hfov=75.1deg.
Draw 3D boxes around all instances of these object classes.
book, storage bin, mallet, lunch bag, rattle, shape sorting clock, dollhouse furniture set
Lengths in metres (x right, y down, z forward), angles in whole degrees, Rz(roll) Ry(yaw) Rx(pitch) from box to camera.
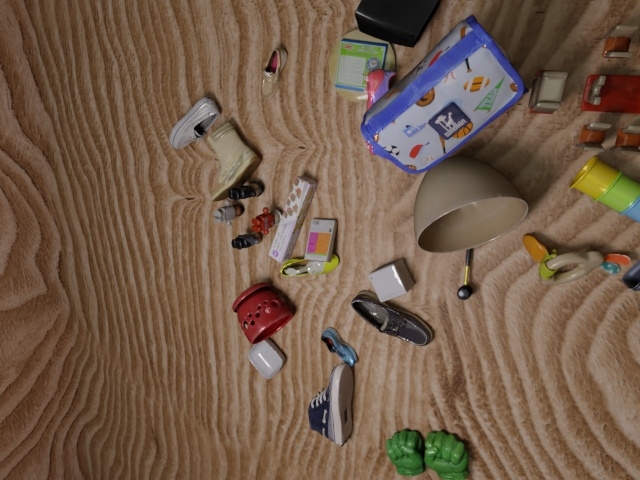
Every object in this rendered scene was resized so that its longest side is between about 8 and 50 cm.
[{"bbox_3d":[0.000,0.000,1.435,0.096,0.035,0.144,6,80,30],"label":"book"},{"bbox_3d":[0.816,0.083,0.984,0.091,0.098,0.135,34,117,8],"label":"storage bin"},{"bbox_3d":[0.437,0.081,1.236,0.039,0.062,0.189,7,90,27],"label":"mallet"},{"bbox_3d":[0.297,-0.338,1.006,0.328,0.385,0.239,-37,82,30],"label":"lunch bag"},{"bbox_3d":[0.664,0.033,1.091,0.200,0.142,0.130,-22,123,17],"label":"rattle"},{"bbox_3d":[0.124,-0.528,1.261,0.206,0.040,0.206,8,113,20],"label":"shape sorting clock"},{"bbox_3d":[0.644,-0.347,0.977,0.259,0.135,0.262,10,107,16],"label":"dollhouse furniture set"}]

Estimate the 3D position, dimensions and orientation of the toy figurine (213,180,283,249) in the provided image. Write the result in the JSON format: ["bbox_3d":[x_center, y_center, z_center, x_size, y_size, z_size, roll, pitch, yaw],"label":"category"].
[{"bbox_3d":[-0.266,-0.091,1.540,0.213,0.148,0.209,52,127,7],"label":"toy figurine"}]

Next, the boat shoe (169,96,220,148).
[{"bbox_3d":[-0.484,-0.432,1.611,0.267,0.096,0.088,-37,78,23],"label":"boat shoe"}]

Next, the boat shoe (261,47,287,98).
[{"bbox_3d":[-0.169,-0.568,1.411,0.063,0.059,0.170,32,116,20],"label":"boat shoe"}]

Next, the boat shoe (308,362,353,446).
[{"bbox_3d":[0.026,0.589,1.531,0.158,0.127,0.340,10,110,29],"label":"boat shoe"}]

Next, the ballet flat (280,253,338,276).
[{"bbox_3d":[-0.045,0.096,1.488,0.231,0.077,0.077,-10,102,31],"label":"ballet flat"}]

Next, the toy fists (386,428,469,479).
[{"bbox_3d":[0.352,0.717,1.398,0.279,0.096,0.142,-14,94,33],"label":"toy fists"}]

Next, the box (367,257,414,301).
[{"bbox_3d":[0.227,0.126,1.331,0.101,0.087,0.102,-26,88,32],"label":"box"}]

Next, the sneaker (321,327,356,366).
[{"bbox_3d":[0.059,0.395,1.502,0.162,0.073,0.063,44,119,13],"label":"sneaker"}]

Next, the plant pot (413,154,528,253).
[{"bbox_3d":[0.371,-0.112,1.112,0.284,0.284,0.191,-30,57,32],"label":"plant pot"}]

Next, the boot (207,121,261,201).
[{"bbox_3d":[-0.366,-0.292,1.570,0.262,0.095,0.203,-42,80,29],"label":"boot"}]

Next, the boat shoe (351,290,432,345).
[{"bbox_3d":[0.224,0.265,1.363,0.285,0.092,0.102,32,115,20],"label":"boat shoe"}]

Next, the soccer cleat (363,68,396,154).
[{"bbox_3d":[0.177,-0.379,1.241,0.095,0.083,0.248,-4,114,0],"label":"soccer cleat"}]

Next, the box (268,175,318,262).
[{"bbox_3d":[-0.099,-0.074,1.487,0.063,0.067,0.324,31,115,20],"label":"box"}]

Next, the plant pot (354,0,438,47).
[{"bbox_3d":[0.214,-0.621,1.101,0.167,0.187,0.188,33,106,1],"label":"plant pot"}]

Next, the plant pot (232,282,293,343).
[{"bbox_3d":[-0.228,0.270,1.571,0.174,0.191,0.191,50,120,16],"label":"plant pot"}]

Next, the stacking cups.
[{"bbox_3d":[0.764,-0.082,0.982,0.316,0.096,0.096,35,117,13],"label":"stacking cups"}]

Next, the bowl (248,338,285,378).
[{"bbox_3d":[-0.213,0.473,1.690,0.142,0.053,0.142,46,119,13],"label":"bowl"}]
